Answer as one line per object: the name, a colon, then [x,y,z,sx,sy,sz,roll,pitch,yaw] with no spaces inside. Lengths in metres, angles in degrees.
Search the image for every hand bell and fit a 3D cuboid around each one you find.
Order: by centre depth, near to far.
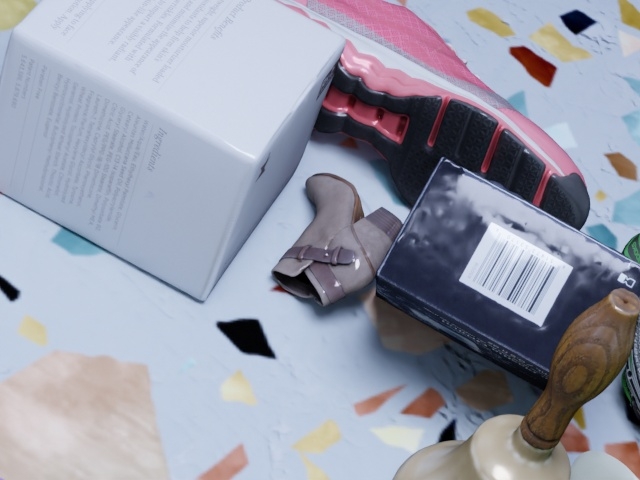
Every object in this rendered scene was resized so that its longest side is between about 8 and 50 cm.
hand bell: [0.138,0.108,1.122,0.126,0.242,0.126,11,47,-12]

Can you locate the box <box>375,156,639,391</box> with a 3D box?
box: [0.124,0.030,1.233,0.156,0.158,0.093,30,86,5]

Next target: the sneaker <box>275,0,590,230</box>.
sneaker: [0.078,-0.116,1.385,0.314,0.116,0.136,32,45,7]

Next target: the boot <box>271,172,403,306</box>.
boot: [0.000,0.000,1.299,0.087,0.042,0.118,-40,37,-18]

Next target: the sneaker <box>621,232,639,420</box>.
sneaker: [0.290,0.125,1.260,0.134,0.146,0.344,19,53,-34]

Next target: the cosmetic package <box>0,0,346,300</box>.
cosmetic package: [-0.108,-0.090,1.258,0.183,0.151,0.151,29,46,5]

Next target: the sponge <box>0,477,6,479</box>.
sponge: [-0.156,0.208,1.060,0.210,0.031,0.117,22,46,-2]

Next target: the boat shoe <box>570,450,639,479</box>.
boat shoe: [0.214,0.197,1.215,0.137,0.049,0.043,50,9,26]
